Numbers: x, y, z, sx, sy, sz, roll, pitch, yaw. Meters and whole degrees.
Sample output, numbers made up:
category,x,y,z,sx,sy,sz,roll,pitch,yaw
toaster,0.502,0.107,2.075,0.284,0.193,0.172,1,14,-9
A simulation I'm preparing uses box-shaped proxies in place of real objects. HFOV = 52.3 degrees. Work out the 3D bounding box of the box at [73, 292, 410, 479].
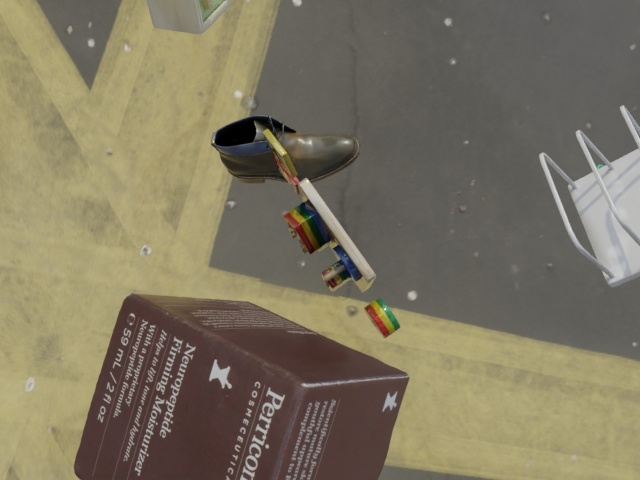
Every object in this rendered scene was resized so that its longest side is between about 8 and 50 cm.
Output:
category,x,y,z,sx,sy,sz,roll,pitch,yaw
box,-0.067,0.157,0.561,0.167,0.203,0.169,14,94,-55

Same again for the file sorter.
category,x,y,z,sx,sy,sz,roll,pitch,yaw
file sorter,0.484,-0.095,0.930,0.173,0.277,0.193,27,44,-41

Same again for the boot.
category,x,y,z,sx,sy,sz,roll,pitch,yaw
boot,-0.055,-0.137,0.977,0.219,0.106,0.082,-8,70,17

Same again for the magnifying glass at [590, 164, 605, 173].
category,x,y,z,sx,sy,sz,roll,pitch,yaw
magnifying glass,0.556,-0.043,1.171,0.092,0.026,0.231,11,50,-39

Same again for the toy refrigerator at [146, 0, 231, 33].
category,x,y,z,sx,sy,sz,roll,pitch,yaw
toy refrigerator,-0.199,-0.436,0.899,0.094,0.270,0.102,13,47,16

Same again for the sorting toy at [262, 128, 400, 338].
category,x,y,z,sx,sy,sz,roll,pitch,yaw
sorting toy,0.000,0.000,0.763,0.046,0.132,0.275,-34,82,-5
